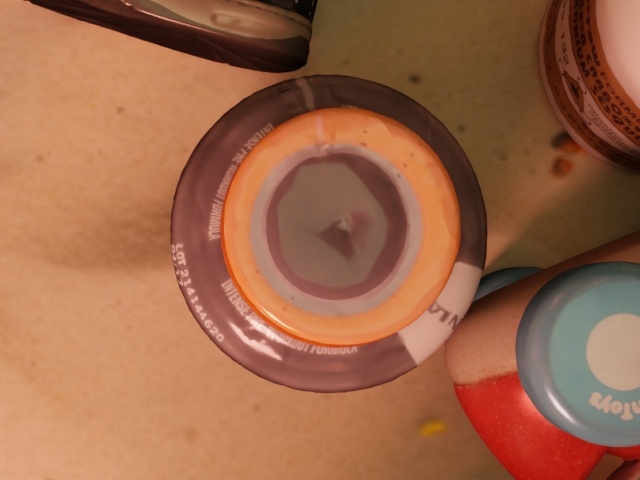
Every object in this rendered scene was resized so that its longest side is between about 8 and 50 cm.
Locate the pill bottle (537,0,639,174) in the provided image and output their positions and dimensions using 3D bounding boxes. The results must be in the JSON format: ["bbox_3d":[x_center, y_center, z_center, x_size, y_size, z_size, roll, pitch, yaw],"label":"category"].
[{"bbox_3d":[0.184,-0.102,0.688,0.131,0.229,0.131,0,87,-3],"label":"pill bottle"}]

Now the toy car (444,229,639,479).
[{"bbox_3d":[0.187,0.104,0.685,0.210,0.219,0.238,-21,90,-5],"label":"toy car"}]

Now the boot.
[{"bbox_3d":[-0.095,-0.199,0.747,0.236,0.085,0.178,19,84,-9],"label":"boot"}]

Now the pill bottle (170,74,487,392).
[{"bbox_3d":[0.000,0.000,0.663,0.131,0.246,0.130,0,88,-4],"label":"pill bottle"}]
